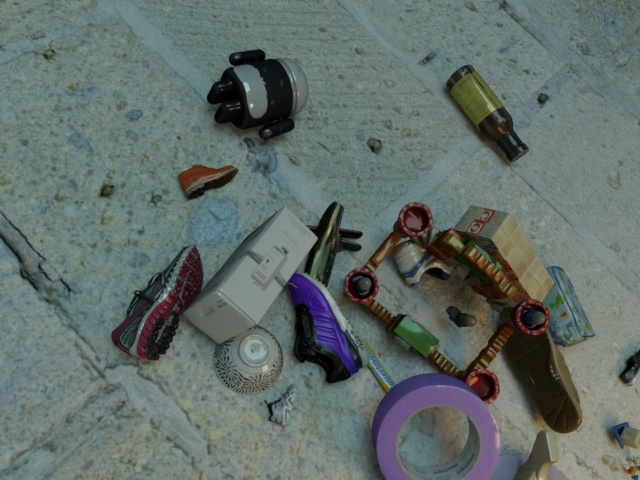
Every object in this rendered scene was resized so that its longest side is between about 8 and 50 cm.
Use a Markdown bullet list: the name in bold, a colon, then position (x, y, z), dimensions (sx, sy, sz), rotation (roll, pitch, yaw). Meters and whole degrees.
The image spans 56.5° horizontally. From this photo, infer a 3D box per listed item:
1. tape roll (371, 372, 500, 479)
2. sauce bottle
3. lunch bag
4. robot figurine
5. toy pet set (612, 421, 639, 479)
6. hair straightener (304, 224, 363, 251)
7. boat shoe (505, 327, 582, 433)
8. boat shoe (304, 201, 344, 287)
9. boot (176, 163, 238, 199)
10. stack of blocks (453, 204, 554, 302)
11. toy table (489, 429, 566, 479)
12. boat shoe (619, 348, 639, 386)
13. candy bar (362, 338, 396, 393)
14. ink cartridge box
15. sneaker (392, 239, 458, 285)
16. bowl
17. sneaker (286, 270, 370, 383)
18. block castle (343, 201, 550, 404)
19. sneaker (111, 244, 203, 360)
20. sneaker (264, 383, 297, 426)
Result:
- **tape roll**: position (0.257, 0.445, 1.342), dimensions (0.274, 0.090, 0.275), rotation (0, 94, -2)
- **sauce bottle**: position (0.543, -0.407, 1.931), dimensions (0.111, 0.111, 0.344), rotation (-24, 75, -28)
- **lunch bag**: position (0.675, 0.185, 1.666), dimensions (0.176, 0.090, 0.219), rotation (8, 59, -53)
- **robot figurine**: position (-0.169, -0.406, 1.649), dimensions (0.278, 0.209, 0.173), rotation (-21, 37, -26)
- **toy pet set**: position (0.825, 0.553, 1.598), dimensions (0.122, 0.065, 0.114), rotation (-47, 121, -28)
- **hair straightener**: position (0.000, 0.000, 1.575), dimensions (0.230, 0.047, 0.089), rotation (12, 61, -14)
- **boat shoe**: position (0.594, 0.340, 1.591), dimensions (0.110, 0.121, 0.341), rotation (15, 54, -54)
- **boat shoe**: position (0.021, 0.013, 1.530), dimensions (0.073, 0.080, 0.224), rotation (20, 87, -18)
- **boot**: position (-0.295, -0.175, 1.556), dimensions (0.158, 0.059, 0.085), rotation (-25, 70, -27)
- **stack of blocks**: position (0.466, 0.039, 1.562), dimensions (0.087, 0.171, 0.297), rotation (-52, 124, -14)
- **toy table**: position (0.508, 0.588, 1.398), dimensions (0.274, 0.161, 0.252), rotation (-4, 66, -22)
- **boat shoe**: position (0.908, 0.356, 1.717), dimensions (0.040, 0.049, 0.142), rotation (42, 61, 4)
- **candy bar**: position (0.144, 0.322, 1.485), dimensions (0.040, 0.018, 0.161), rotation (-29, 76, -28)
- **ink cartridge box**: position (-0.160, 0.082, 1.364), dimensions (0.117, 0.207, 0.283), rotation (44, 52, -11)
- **sneaker**: position (0.345, 0.044, 1.653), dimensions (0.296, 0.112, 0.131), rotation (-15, 79, -16)
- **bowl**: position (-0.158, 0.263, 1.372), dimensions (0.170, 0.080, 0.170), rotation (8, 64, -16)
- **sneaker**: position (-0.016, 0.214, 1.433), dimensions (0.146, 0.102, 0.293), rotation (-31, 78, -28)
- **block castle**: position (0.304, 0.148, 1.459), dimensions (0.453, 0.213, 0.303), rotation (40, 81, 2)
- **sneaker**: position (-0.362, 0.124, 1.354), dimensions (0.112, 0.121, 0.299), rotation (10, 49, 19)
- **sneaker**: position (-0.095, 0.370, 1.365), dimensions (0.069, 0.038, 0.098), rotation (18, 60, -11)
